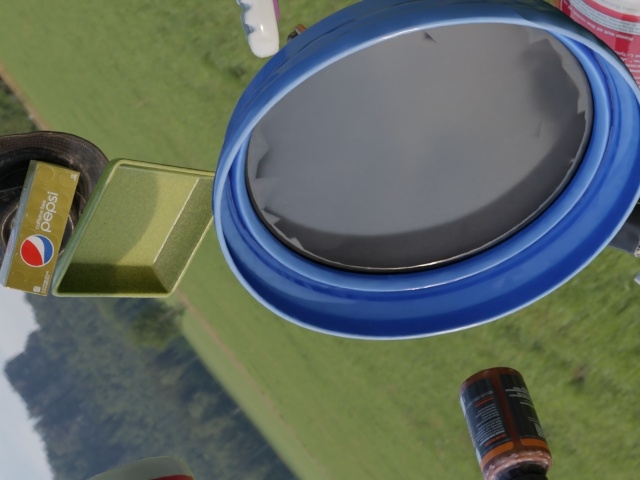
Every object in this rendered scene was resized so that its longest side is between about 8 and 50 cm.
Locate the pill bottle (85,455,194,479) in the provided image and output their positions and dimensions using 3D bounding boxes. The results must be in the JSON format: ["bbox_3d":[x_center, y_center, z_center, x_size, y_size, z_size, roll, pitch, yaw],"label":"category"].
[{"bbox_3d":[-0.141,0.379,0.904,0.318,0.176,0.176,60,176,24],"label":"pill bottle"}]

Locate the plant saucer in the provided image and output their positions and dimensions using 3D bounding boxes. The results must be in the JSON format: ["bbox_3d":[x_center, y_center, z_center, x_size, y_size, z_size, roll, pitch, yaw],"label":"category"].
[{"bbox_3d":[-0.216,-0.020,1.156,0.188,0.188,0.045,5,-148,-51],"label":"plant saucer"}]

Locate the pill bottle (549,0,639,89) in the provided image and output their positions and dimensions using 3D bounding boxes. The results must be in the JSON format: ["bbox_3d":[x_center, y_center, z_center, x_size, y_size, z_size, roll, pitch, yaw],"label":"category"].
[{"bbox_3d":[0.410,-0.290,1.257,0.229,0.229,0.407,48,171,25],"label":"pill bottle"}]

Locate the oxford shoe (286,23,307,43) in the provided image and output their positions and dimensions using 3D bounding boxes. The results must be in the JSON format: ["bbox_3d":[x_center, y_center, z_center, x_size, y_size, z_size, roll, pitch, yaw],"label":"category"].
[{"bbox_3d":[-0.002,-0.225,1.828,0.130,0.133,0.363,-121,9,-88],"label":"oxford shoe"}]

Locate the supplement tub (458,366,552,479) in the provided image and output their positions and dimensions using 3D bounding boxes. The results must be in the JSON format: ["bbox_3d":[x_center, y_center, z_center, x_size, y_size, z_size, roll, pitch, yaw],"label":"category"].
[{"bbox_3d":[0.275,0.291,1.434,0.106,0.106,0.197,60,-167,-47],"label":"supplement tub"}]

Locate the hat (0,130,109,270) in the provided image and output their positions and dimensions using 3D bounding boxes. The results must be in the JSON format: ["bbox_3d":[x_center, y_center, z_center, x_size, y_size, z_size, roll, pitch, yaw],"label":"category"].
[{"bbox_3d":[-0.496,-0.027,1.681,0.134,0.331,0.331,63,-179,40],"label":"hat"}]

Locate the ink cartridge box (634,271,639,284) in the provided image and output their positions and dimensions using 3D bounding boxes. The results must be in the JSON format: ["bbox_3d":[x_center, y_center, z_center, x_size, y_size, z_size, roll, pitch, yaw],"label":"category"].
[{"bbox_3d":[0.436,0.070,1.009,0.191,0.082,0.140,40,-165,24],"label":"ink cartridge box"}]

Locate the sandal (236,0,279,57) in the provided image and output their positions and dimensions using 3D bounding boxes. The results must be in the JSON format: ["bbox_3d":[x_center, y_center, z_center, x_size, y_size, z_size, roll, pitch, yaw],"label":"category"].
[{"bbox_3d":[-0.080,-0.444,1.242,0.169,0.102,0.416,-113,13,-57],"label":"sandal"}]

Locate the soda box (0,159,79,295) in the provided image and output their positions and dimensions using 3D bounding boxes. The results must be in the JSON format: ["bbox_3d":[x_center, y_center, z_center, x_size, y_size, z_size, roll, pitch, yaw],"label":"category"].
[{"bbox_3d":[-0.395,-0.019,1.365,0.061,0.181,0.058,15,180,-28],"label":"soda box"}]

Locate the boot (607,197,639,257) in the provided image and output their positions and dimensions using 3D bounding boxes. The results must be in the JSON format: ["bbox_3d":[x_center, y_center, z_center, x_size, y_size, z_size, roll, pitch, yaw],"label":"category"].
[{"bbox_3d":[0.542,-0.088,1.728,0.179,0.236,0.085,21,-173,17],"label":"boot"}]

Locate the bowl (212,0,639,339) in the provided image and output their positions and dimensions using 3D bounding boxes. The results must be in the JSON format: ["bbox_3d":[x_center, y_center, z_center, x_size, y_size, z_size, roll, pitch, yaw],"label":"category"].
[{"bbox_3d":[0.097,-0.058,0.885,0.391,0.391,0.077,60,-166,-46],"label":"bowl"}]
